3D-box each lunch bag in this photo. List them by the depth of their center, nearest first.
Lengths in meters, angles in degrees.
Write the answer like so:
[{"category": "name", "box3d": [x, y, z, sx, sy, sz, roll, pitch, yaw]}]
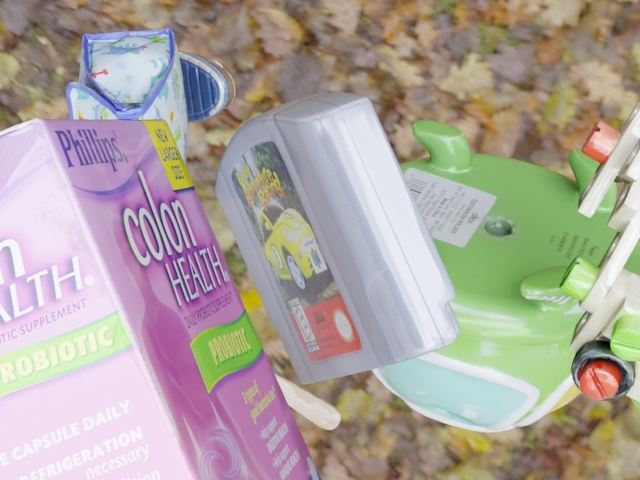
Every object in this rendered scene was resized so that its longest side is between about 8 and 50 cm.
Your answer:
[{"category": "lunch bag", "box3d": [-0.154, -0.085, 1.308, 0.096, 0.151, 0.129, -7, 123, -6]}]

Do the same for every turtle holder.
[{"category": "turtle holder", "box3d": [0.178, 0.051, 1.436, 0.320, 0.243, 0.227, 1, 129, -7]}]

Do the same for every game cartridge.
[{"category": "game cartridge", "box3d": [0.000, 0.000, 1.146, 0.060, 0.294, 0.196, -19, 87, -18]}]

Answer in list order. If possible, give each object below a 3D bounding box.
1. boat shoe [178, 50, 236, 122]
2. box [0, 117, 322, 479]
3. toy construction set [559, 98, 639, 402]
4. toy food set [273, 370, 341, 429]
[{"category": "boat shoe", "box3d": [-0.127, -0.154, 1.539, 0.066, 0.183, 0.066, -12, 107, -35]}, {"category": "box", "box3d": [-0.100, 0.074, 0.753, 0.117, 0.213, 0.243, -24, 90, 9]}, {"category": "toy construction set", "box3d": [0.306, 0.047, 1.172, 0.327, 0.151, 0.215, 38, 128, 12]}, {"category": "toy food set", "box3d": [-0.068, 0.167, 1.150, 0.132, 0.038, 0.192, 33, 104, 11]}]
